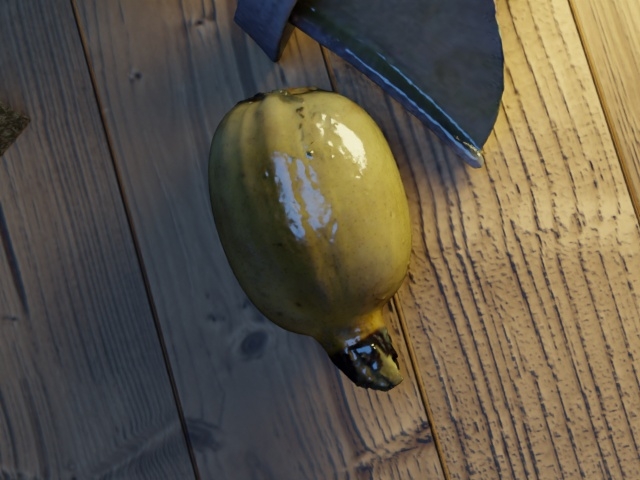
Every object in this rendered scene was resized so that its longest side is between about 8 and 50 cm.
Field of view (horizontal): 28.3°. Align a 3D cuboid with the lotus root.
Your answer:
[{"bbox_3d":[0.000,0.000,1.213,0.183,0.183,0.310,-18,88,12],"label":"lotus root"}]

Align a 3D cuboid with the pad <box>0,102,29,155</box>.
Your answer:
[{"bbox_3d":[-0.431,-0.070,1.329,0.235,0.158,0.003,-49,53,7],"label":"pad"}]

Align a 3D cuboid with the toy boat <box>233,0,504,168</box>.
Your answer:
[{"bbox_3d":[0.056,-0.238,1.192,0.293,0.276,0.111,23,50,11],"label":"toy boat"}]
